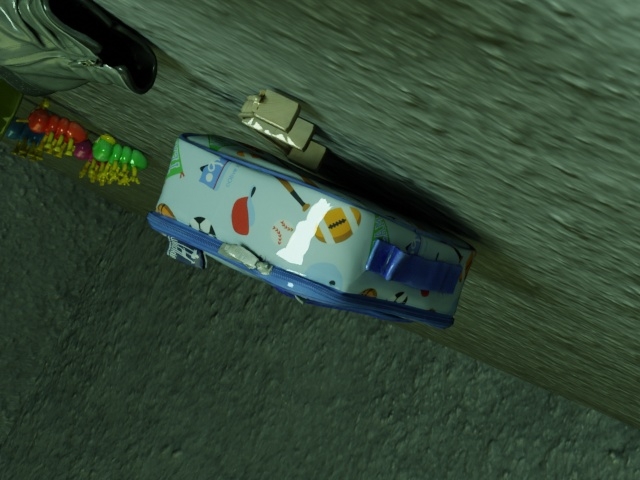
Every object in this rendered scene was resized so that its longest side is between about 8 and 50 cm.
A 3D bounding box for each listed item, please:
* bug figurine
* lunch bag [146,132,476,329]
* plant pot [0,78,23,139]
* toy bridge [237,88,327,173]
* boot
[{"bbox_3d":[-0.382,-0.148,2.102,0.216,0.072,0.279,22,172,-23],"label":"bug figurine"},{"bbox_3d":[0.000,0.000,1.262,0.243,0.115,0.303,24,-175,31],"label":"lunch bag"},{"bbox_3d":[-0.636,-0.183,1.769,0.353,0.366,0.366,39,174,-1],"label":"plant pot"},{"bbox_3d":[-0.037,-0.097,1.150,0.063,0.026,0.188,26,176,11],"label":"toy bridge"},{"bbox_3d":[-0.256,-0.195,1.115,0.161,0.083,0.246,3,159,46],"label":"boot"}]
